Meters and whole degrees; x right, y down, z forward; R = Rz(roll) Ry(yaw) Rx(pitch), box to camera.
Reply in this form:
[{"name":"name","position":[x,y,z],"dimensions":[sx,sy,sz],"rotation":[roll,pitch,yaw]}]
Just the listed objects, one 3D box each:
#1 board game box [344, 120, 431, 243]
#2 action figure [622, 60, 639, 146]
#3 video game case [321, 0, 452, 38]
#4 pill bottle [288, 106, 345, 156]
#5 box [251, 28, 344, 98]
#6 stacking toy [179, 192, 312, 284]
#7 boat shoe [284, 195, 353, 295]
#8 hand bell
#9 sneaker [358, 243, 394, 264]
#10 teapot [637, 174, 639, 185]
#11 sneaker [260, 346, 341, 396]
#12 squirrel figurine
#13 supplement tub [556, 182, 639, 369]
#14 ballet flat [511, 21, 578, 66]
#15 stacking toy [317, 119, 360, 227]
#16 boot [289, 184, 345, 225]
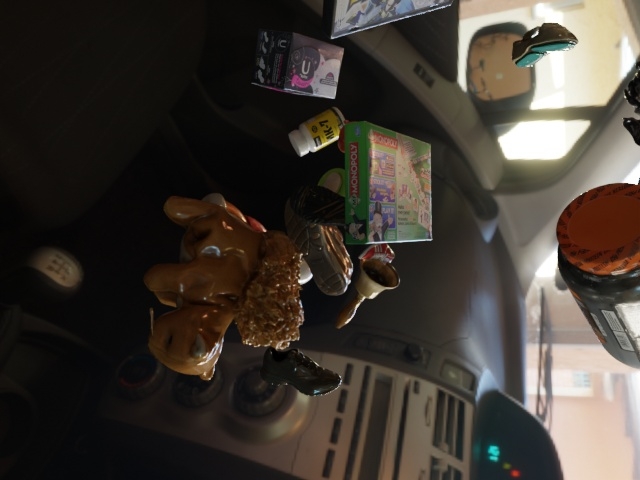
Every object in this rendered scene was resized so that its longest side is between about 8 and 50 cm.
[{"name":"board game box","position":[0.143,-0.102,1.103],"dimensions":[0.317,0.046,0.214],"rotation":[-1,90,-58]},{"name":"action figure","position":[0.677,-0.289,1.091],"dimensions":[0.276,0.141,0.164],"rotation":[-59,176,-37]},{"name":"video game case","position":[0.122,-0.451,0.816],"dimensions":[0.035,0.248,0.275],"rotation":[53,-25,30]},{"name":"pill bottle","position":[-0.010,-0.414,2.144],"dimensions":[0.119,0.208,0.119],"rotation":[58,-8,13]},{"name":"box","position":[-0.064,-0.523,1.678],"dimensions":[0.247,0.142,0.163],"rotation":[-7,112,-51]},{"name":"stacking toy","position":[-0.232,0.051,2.001],"dimensions":[0.479,0.350,0.351],"rotation":[15,69,-28]},{"name":"boat shoe","position":[0.000,0.000,1.612],"dimensions":[0.116,0.123,0.324],"rotation":[-45,120,-47]},{"name":"hand bell","position":[0.109,0.169,1.599],"dimensions":[0.242,0.126,0.126],"rotation":[-58,177,31]},{"name":"sneaker","position":[0.153,0.040,1.494],"dimensions":[0.118,0.042,0.067],"rotation":[-28,79,-45]},{"name":"teapot","position":[0.895,-0.119,1.303],"dimensions":[0.256,0.252,0.187],"rotation":[57,8,-34]},{"name":"sneaker","position":[-0.068,0.436,1.891],"dimensions":[0.109,0.286,0.130],"rotation":[-57,154,-66]},{"name":"squirrel figurine","position":[-0.225,0.143,1.347],"dimensions":[0.281,0.396,0.371],"rotation":[109,-12,-56]},{"name":"supplement tub","position":[0.547,0.067,0.977],"dimensions":[0.338,0.207,0.207],"rotation":[47,43,-35]},{"name":"ballet flat","position":[0.535,-0.483,1.350],"dimensions":[0.248,0.086,0.086],"rotation":[-149,-127,-79]},{"name":"stacking toy","position":[0.100,-0.191,1.668],"dimensions":[0.130,0.279,0.309],"rotation":[32,19,-51]},{"name":"boot","position":[0.058,-0.061,1.450],"dimensions":[0.207,0.246,0.094],"rotation":[43,60,-74]}]
